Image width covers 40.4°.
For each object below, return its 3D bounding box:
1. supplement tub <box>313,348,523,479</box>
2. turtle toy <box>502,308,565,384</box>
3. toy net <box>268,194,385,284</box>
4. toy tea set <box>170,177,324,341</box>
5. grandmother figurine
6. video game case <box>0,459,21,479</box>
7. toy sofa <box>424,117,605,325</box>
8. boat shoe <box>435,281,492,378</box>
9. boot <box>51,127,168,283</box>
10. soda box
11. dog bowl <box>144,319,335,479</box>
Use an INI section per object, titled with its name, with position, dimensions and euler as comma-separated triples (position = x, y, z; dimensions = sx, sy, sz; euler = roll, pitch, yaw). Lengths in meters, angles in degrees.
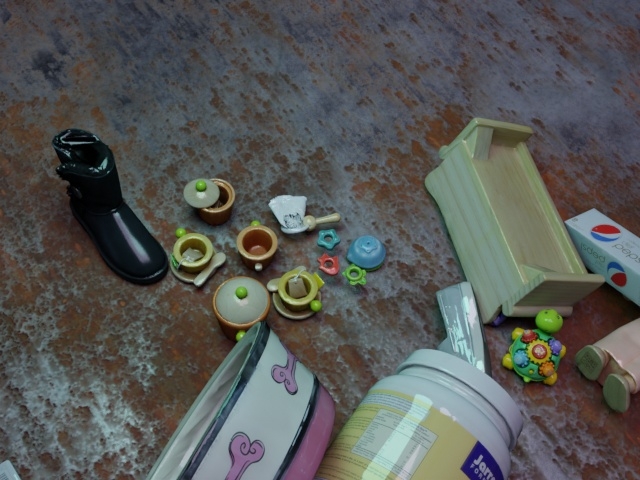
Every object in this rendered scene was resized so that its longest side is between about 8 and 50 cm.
[supplement tub]
position = 0.123, 0.346, 1.248
dimensions = 0.241, 0.241, 0.331
euler = 32, 62, 15
[turtle toy]
position = 0.367, 0.177, 1.460
dimensions = 0.095, 0.066, 0.130
euler = 21, 76, 9
[toy net]
position = 0.000, 0.000, 1.572
dimensions = 0.232, 0.045, 0.122
euler = 27, 62, 14
[toy tea set]
position = -0.150, 0.022, 1.497
dimensions = 0.200, 0.124, 0.336
euler = -34, 66, -22
[grandmother figurine]
position = 0.600, 0.154, 1.489
dimensions = 0.342, 0.104, 0.208
euler = -23, 67, -20
[video game case]
position = -0.490, 0.459, 1.263
dimensions = 0.193, 0.023, 0.212
euler = -32, 66, -21
[toy sofa]
position = 0.339, -0.029, 1.570
dimensions = 0.150, 0.177, 0.362
euler = 3, 54, -31
[boat shoe]
position = 0.238, 0.180, 1.465
dimensions = 0.081, 0.079, 0.227
euler = -14, 59, 15
[boot]
position = -0.361, -0.058, 1.484
dimensions = 0.094, 0.207, 0.246
euler = -37, 68, -23
[soda box]
position = 0.525, 0.030, 1.529
dimensions = 0.074, 0.069, 0.216
euler = -23, 40, -18
[dog bowl]
position = -0.131, 0.318, 1.177
dimensions = 0.150, 0.408, 0.408
euler = 33, 60, -5
